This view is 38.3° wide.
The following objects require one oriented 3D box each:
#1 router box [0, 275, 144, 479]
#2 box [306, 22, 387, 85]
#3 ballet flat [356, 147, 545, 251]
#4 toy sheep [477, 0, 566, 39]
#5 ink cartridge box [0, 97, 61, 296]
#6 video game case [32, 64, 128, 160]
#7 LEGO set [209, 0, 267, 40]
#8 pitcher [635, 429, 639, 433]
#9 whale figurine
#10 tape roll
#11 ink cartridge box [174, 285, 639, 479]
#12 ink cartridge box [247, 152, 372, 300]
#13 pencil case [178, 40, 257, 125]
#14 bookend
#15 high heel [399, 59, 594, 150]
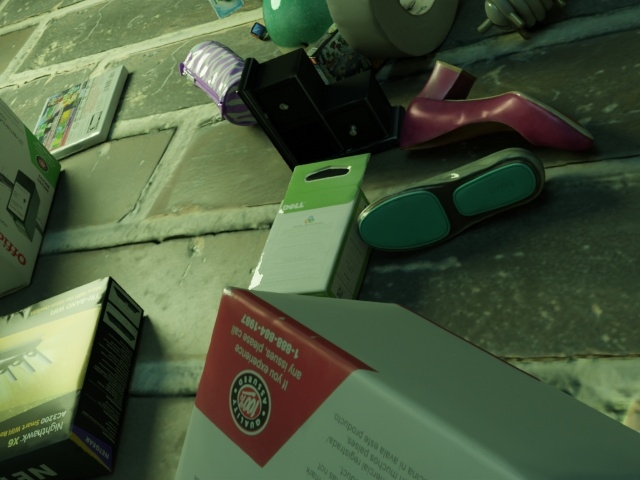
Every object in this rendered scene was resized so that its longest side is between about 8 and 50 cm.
[{"bbox_3d":[-0.379,0.199,1.133,0.308,0.081,0.243,-21,41,19],"label":"router box"},{"bbox_3d":[0.047,-0.265,1.280,0.027,0.094,0.137,20,64,47],"label":"box"},{"bbox_3d":[0.144,-0.043,1.013,0.213,0.072,0.068,-19,14,19],"label":"ballet flat"},{"bbox_3d":[0.256,-0.310,1.178,0.132,0.091,0.091,-38,38,6],"label":"toy sheep"},{"bbox_3d":[-0.531,-0.073,1.429,0.121,0.211,0.289,-21,41,16],"label":"ink cartridge box"},{"bbox_3d":[-0.443,-0.221,1.667,0.183,0.023,0.201,-18,42,22],"label":"video game case"},{"bbox_3d":[-0.117,-0.460,1.547,0.182,0.060,0.244,-30,83,5],"label":"LEGO set"},{"bbox_3d":[0.226,0.190,0.656,0.207,0.178,0.125,-6,88,13],"label":"pitcher"},{"bbox_3d":[0.009,-0.398,1.409,0.216,0.141,0.272,-5,47,34],"label":"whale figurine"},{"bbox_3d":[0.099,-0.354,1.231,0.072,0.219,0.219,5,53,40],"label":"tape roll"},{"bbox_3d":[0.023,0.256,0.560,0.279,0.160,0.385,27,104,49],"label":"ink cartridge box"},{"bbox_3d":[0.000,0.000,1.066,0.109,0.062,0.209,-8,45,31],"label":"ink cartridge box"},{"bbox_3d":[-0.146,-0.243,1.408,0.088,0.086,0.206,-10,29,-24],"label":"pencil case"},{"bbox_3d":[0.004,-0.176,1.170,0.157,0.156,0.072,-15,42,24],"label":"bookend"},{"bbox_3d":[0.192,-0.119,1.053,0.244,0.082,0.117,32,101,37],"label":"high heel"}]
